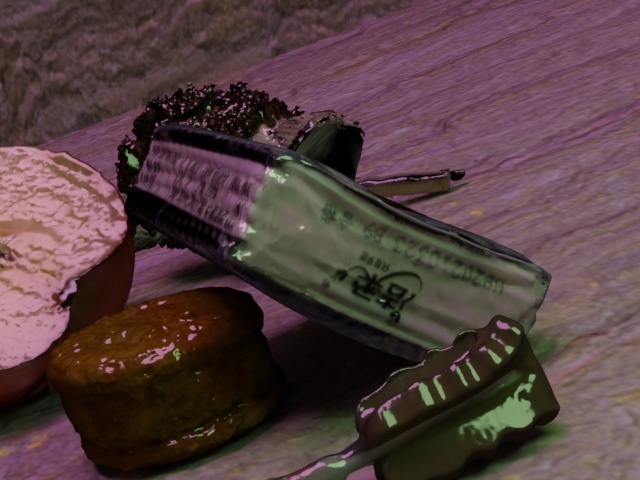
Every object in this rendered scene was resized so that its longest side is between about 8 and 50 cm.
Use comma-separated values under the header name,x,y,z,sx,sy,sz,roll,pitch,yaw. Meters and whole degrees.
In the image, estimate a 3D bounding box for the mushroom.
name,x,y,z,sx,sy,sz,roll,pitch,yaw
mushroom,0.069,-0.058,1.911,0.187,0.061,0.060,-1,24,19

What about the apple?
name,x,y,z,sx,sy,sz,roll,pitch,yaw
apple,-0.311,0.062,1.667,0.251,0.163,0.293,25,54,23

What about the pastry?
name,x,y,z,sx,sy,sz,roll,pitch,yaw
pastry,-0.123,0.108,1.389,0.188,0.103,0.189,-17,14,4

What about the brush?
name,x,y,z,sx,sy,sz,roll,pitch,yaw
brush,0.016,0.148,1.134,0.301,0.084,0.071,-27,17,-11

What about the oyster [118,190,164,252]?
name,x,y,z,sx,sy,sz,roll,pitch,yaw
oyster,-0.303,0.037,1.846,0.252,0.087,0.199,-50,30,-12

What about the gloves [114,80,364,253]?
name,x,y,z,sx,sy,sz,roll,pitch,yaw
gloves,-0.092,-0.064,1.826,0.135,0.210,0.312,-13,26,-42

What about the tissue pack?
name,x,y,z,sx,sy,sz,roll,pitch,yaw
tissue pack,0.000,0.000,1.414,0.259,0.122,0.361,22,0,-19
